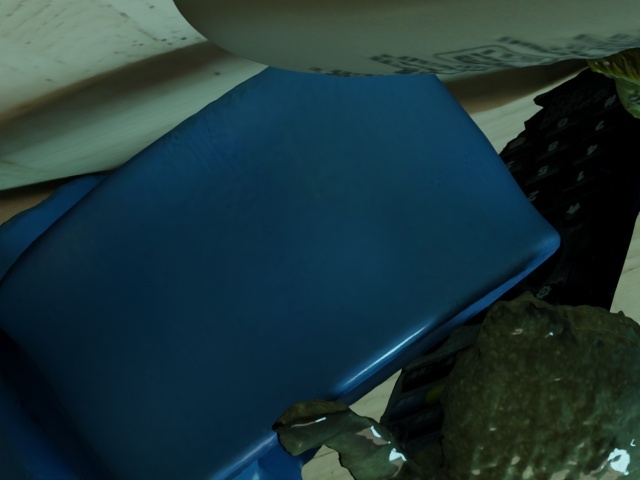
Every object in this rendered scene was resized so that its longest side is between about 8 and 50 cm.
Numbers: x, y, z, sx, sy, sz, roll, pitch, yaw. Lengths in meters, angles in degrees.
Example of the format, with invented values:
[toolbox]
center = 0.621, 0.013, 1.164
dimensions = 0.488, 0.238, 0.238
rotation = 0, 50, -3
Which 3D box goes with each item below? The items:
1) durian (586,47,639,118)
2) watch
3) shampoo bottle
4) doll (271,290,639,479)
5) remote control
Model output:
[durian]
center = 0.210, -0.097, 0.942
dimensions = 0.146, 0.102, 0.208
rotation = 18, -170, 21
[watch]
center = -0.007, 0.023, 0.859
dimensions = 0.274, 0.241, 0.305
rotation = -42, 173, 40
[shampoo bottle]
center = 0.039, -0.080, 0.438
dimensions = 0.127, 0.078, 0.257
rotation = -21, -169, -32
[doll]
center = 0.029, 0.140, 0.760
dimensions = 0.202, 0.286, 0.091
rotation = 17, -159, -25
[remote control]
center = 0.124, 0.023, 1.037
dimensions = 0.144, 0.062, 0.399
rotation = -26, -156, 37
